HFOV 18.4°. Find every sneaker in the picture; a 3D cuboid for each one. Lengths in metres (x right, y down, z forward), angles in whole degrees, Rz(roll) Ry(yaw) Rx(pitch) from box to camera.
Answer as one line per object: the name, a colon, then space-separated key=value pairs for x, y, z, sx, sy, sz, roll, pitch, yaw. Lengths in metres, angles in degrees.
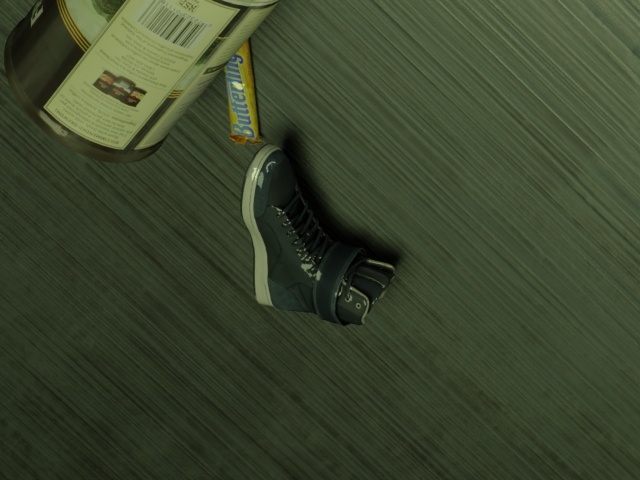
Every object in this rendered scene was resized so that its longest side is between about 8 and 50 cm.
sneaker: x=0.001 y=-0.001 z=2.194 sx=0.163 sy=0.086 sz=0.226 roll=18 pitch=138 yaw=26

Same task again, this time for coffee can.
coffee can: x=-0.176 y=-0.240 z=2.050 sx=0.201 sy=0.201 sz=0.275 roll=41 pitch=128 yaw=-5

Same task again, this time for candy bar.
candy bar: x=-0.090 y=-0.176 z=2.172 sx=0.040 sy=0.018 sz=0.161 roll=7 pitch=124 yaw=20
